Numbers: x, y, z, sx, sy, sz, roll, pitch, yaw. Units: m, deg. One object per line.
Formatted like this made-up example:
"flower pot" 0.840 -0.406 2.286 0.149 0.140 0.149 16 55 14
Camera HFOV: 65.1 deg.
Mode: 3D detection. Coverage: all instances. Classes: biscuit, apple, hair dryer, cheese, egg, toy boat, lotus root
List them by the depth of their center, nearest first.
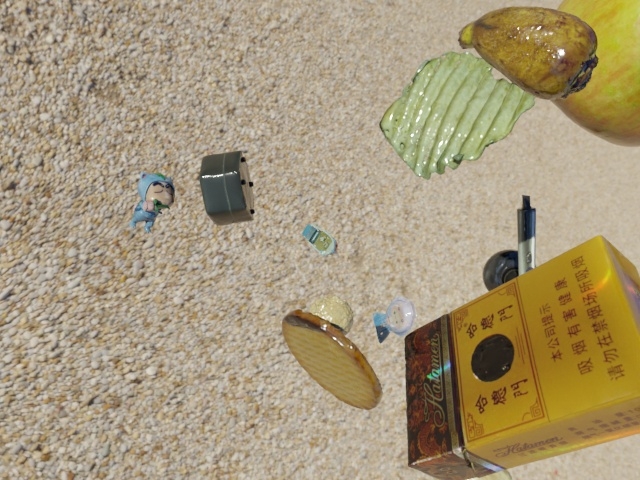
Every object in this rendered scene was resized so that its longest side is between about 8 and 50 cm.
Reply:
"lotus root" 0.269 -0.258 0.667 0.108 0.190 0.094 -54 160 -12
"apple" 0.581 -0.347 0.903 0.339 0.339 0.340 14 68 -40
"biscuit" 0.025 0.299 1.253 0.040 0.317 0.318 -41 107 -29
"egg" 0.025 0.200 1.300 0.140 0.116 0.118 24 82 -52
"hair dryer" 0.563 0.038 1.355 0.320 0.155 0.284 8 95 -84
"toy boat" 0.000 0.000 1.626 0.058 0.173 0.069 26 101 -46
"cheese" 0.265 0.282 1.798 0.052 0.244 0.135 3 63 -30

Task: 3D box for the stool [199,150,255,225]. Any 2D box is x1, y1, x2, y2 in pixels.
"stool" -0.291 -0.163 1.594 0.232 0.141 0.232 -7 90 -88

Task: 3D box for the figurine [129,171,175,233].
"figurine" -0.472 -0.100 1.420 0.114 0.144 0.178 16 110 -40

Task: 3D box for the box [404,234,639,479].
"box" 0.317 0.208 0.809 0.115 0.415 0.264 32 42 -25

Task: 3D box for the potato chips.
"potato chips" 0.375 -0.356 1.408 0.097 0.389 0.373 36 11 -50

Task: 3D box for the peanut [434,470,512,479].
"peanut" 0.333 0.511 1.014 0.298 0.136 0.120 51 35 -31
